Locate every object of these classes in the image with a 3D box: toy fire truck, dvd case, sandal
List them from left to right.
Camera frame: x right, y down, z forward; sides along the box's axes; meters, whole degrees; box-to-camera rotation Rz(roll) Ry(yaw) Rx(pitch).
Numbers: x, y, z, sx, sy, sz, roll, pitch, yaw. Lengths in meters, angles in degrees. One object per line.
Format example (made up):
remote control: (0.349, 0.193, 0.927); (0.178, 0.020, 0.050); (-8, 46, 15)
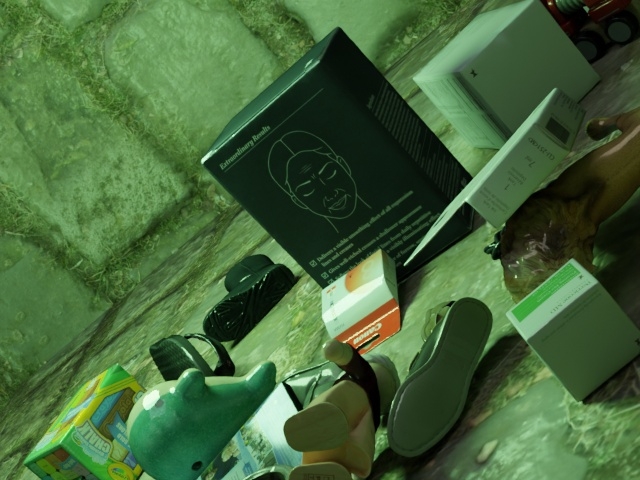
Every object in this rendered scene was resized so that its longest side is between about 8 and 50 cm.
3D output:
sandal: (-0.258, 0.250, 1.967); (0.107, 0.168, 0.446); (-30, 10, -19)
dvd case: (-0.099, 0.343, 1.341); (0.253, 0.022, 0.180); (-50, 34, 8)
toy fire truck: (0.483, -0.481, 1.829); (0.217, 0.246, 0.158); (-26, 23, 51)

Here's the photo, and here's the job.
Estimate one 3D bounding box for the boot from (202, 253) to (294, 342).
boot: (-0.185, 0.130, 2.210); (0.246, 0.094, 0.207); (-40, 17, -13)

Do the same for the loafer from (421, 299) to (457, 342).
loafer: (0.175, 0.121, 1.334); (0.050, 0.056, 0.148); (-46, 13, 17)

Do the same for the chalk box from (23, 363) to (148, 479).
chalk box: (-0.467, 0.432, 1.951); (0.180, 0.179, 0.289); (-31, 18, 41)

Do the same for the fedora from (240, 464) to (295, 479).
fedora: (-0.094, 0.399, 1.136); (0.243, 0.124, 0.275); (-26, 14, 44)

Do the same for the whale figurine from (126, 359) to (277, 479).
whale figurine: (-0.179, 0.303, 1.575); (0.272, 0.216, 0.141); (-22, 39, -14)

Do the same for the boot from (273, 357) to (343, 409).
boot: (-0.020, 0.271, 1.440); (0.189, 0.076, 0.208); (-38, 22, 30)

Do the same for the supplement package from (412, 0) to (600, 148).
supplement package: (0.345, -0.307, 1.809); (0.199, 0.198, 0.262); (-44, 14, -5)

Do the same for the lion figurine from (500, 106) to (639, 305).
lion figurine: (0.359, -0.075, 1.193); (0.392, 0.142, 0.240); (-51, 0, 0)

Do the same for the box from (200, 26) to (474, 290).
box: (0.041, -0.123, 1.712); (0.293, 0.395, 0.212); (-36, 16, 26)

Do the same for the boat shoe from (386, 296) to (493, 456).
boat shoe: (0.149, 0.179, 1.212); (0.228, 0.081, 0.069); (-56, -4, -23)

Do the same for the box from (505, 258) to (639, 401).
box: (0.277, 0.096, 1.034); (0.101, 0.102, 0.087); (-41, 16, 7)

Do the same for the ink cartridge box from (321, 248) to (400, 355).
ink cartridge box: (0.064, 0.116, 1.609); (0.145, 0.045, 0.179); (-37, 27, 25)

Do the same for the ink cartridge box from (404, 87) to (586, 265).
ink cartridge box: (0.232, -0.072, 1.229); (0.239, 0.060, 0.275); (-51, -4, 25)

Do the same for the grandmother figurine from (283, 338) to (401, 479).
grandmother figurine: (0.041, 0.223, 1.203); (0.104, 0.208, 0.342); (6, 11, 13)

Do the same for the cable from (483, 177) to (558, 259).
cable: (0.317, -0.034, 1.412); (0.184, 0.047, 0.150); (-35, 16, 33)
